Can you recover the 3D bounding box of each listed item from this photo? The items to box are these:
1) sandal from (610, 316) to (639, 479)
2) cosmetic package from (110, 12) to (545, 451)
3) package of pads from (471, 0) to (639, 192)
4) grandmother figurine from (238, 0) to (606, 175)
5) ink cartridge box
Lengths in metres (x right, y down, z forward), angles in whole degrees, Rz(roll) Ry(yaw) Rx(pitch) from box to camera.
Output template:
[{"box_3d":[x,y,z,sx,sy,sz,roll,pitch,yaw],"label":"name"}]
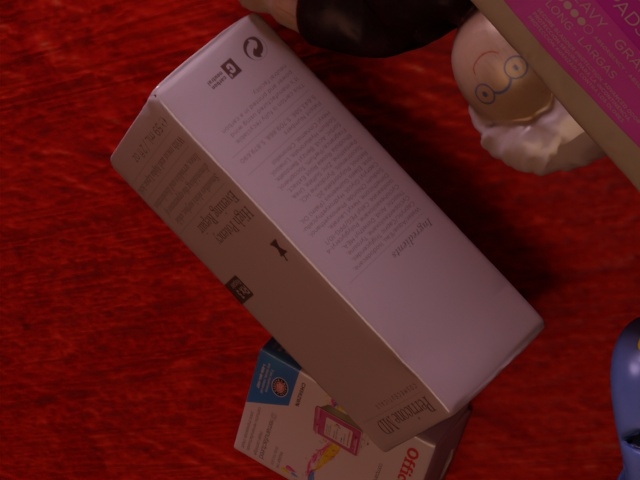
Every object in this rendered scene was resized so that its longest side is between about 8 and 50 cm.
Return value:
[{"box_3d":[0.187,0.182,1.012,0.138,0.126,0.317,6,120,35],"label":"sandal"},{"box_3d":[0.000,0.000,1.018,0.231,0.085,0.117,48,156,1],"label":"cosmetic package"},{"box_3d":[0.210,-0.134,0.737,0.229,0.101,0.296,48,133,-6],"label":"package of pads"},{"box_3d":[0.024,-0.168,0.910,0.342,0.104,0.208,47,141,2],"label":"grandmother figurine"},{"box_3d":[0.018,0.111,1.120,0.122,0.052,0.088,27,130,15],"label":"ink cartridge box"}]
